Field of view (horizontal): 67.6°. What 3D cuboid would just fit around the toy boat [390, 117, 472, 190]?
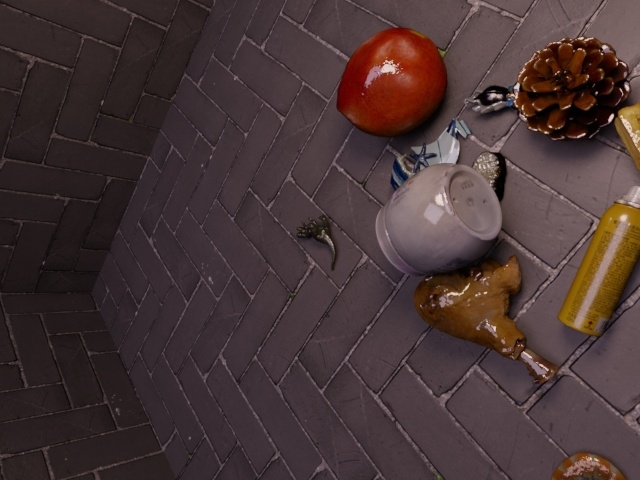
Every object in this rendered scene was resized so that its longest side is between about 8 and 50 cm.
[{"bbox_3d":[0.323,-0.243,1.467,0.210,0.070,0.291,24,98,35],"label":"toy boat"}]

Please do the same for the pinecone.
[{"bbox_3d":[0.581,-0.351,1.129,0.264,0.264,0.264,-5,83,41],"label":"pinecone"}]

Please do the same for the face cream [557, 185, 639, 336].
[{"bbox_3d":[0.669,0.045,1.107,0.105,0.105,0.348,27,104,39],"label":"face cream"}]

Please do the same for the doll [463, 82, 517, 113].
[{"bbox_3d":[0.494,-0.396,1.326,0.195,0.070,0.096,5,74,34],"label":"doll"}]

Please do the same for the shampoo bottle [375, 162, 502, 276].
[{"bbox_3d":[0.305,-0.050,1.256,0.266,0.273,0.273,-33,65,48],"label":"shampoo bottle"}]

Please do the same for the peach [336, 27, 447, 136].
[{"bbox_3d":[0.204,-0.456,1.425,0.332,0.308,0.308,-28,64,2],"label":"peach"}]

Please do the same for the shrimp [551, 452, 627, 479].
[{"bbox_3d":[0.644,0.589,1.126,0.166,0.049,0.161,46,114,25],"label":"shrimp"}]

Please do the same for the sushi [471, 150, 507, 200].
[{"bbox_3d":[0.462,-0.171,1.324,0.090,0.078,0.150,8,98,41],"label":"sushi"}]

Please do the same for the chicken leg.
[{"bbox_3d":[0.459,0.182,1.258,0.409,0.182,0.295,43,97,31],"label":"chicken leg"}]

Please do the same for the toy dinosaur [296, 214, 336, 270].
[{"bbox_3d":[0.000,0.000,1.758,0.187,0.087,0.179,16,134,56],"label":"toy dinosaur"}]

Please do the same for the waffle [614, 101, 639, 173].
[{"bbox_3d":[0.769,-0.183,1.025,0.168,0.057,0.274,-17,73,8],"label":"waffle"}]
